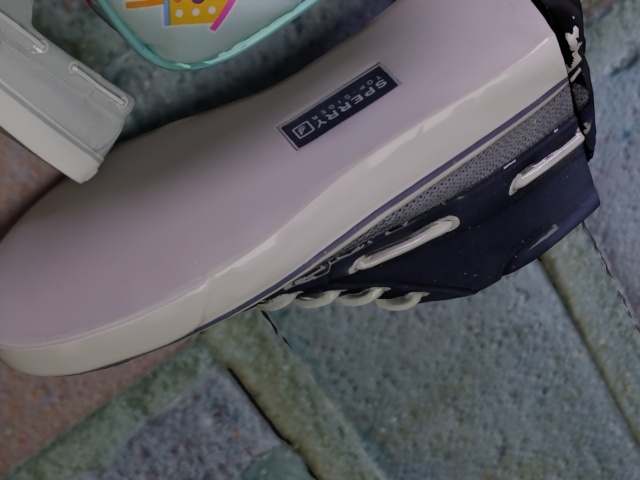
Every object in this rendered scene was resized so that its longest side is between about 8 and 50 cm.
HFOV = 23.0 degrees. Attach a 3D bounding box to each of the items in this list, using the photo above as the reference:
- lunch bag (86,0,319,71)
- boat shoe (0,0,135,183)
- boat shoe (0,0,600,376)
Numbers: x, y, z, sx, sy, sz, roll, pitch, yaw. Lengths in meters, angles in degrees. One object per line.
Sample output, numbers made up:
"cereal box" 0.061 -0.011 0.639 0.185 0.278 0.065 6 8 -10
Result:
"lunch bag" -0.056 -0.228 0.676 0.224 0.108 0.279 -37 123 -2
"boat shoe" -0.157 -0.098 0.734 0.184 0.066 0.063 41 81 -33
"boat shoe" 0.000 0.000 0.824 0.340 0.127 0.158 -29 137 -1
